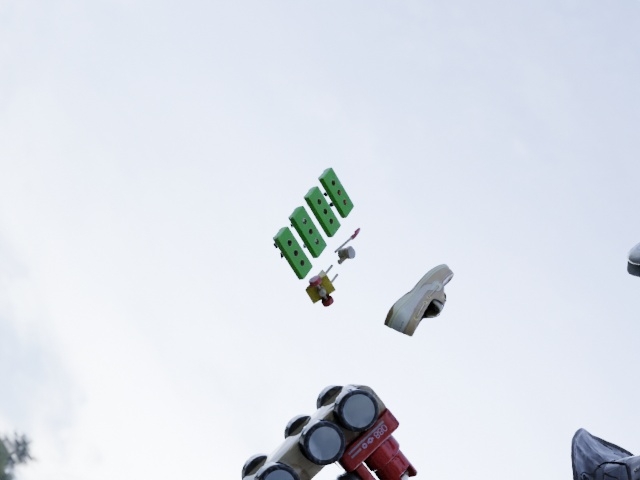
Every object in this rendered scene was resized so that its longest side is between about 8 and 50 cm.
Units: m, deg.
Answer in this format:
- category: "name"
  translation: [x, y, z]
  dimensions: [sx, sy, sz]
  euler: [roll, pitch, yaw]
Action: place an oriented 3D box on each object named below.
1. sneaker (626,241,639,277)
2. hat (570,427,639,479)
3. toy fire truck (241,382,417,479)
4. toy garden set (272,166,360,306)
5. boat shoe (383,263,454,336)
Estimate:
- category: "sneaker"
  translation: [0.525, 0.101, 1.258]
  dimensions: [0.110, 0.118, 0.292]
  euler: [77, -11, -51]
- category: "hat"
  translation: [0.500, 0.372, 1.341]
  dimensions: [0.134, 0.331, 0.331]
  euler: [-45, -104, 23]
- category: "toy fire truck"
  translation: [0.039, 0.344, 1.265]
  dimensions: [0.246, 0.217, 0.158]
  euler: [50, -16, -5]
- category: "toy garden set"
  translation: [0.000, 0.000, 1.975]
  dimensions: [0.049, 0.244, 0.204]
  euler: [-8, -56, 40]
- category: "boat shoe"
  translation: [0.131, 0.077, 1.158]
  dimensions: [0.045, 0.135, 0.050]
  euler: [35, -42, 19]
